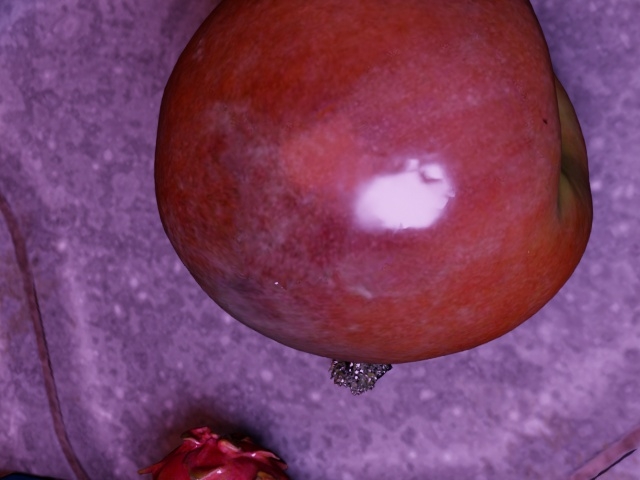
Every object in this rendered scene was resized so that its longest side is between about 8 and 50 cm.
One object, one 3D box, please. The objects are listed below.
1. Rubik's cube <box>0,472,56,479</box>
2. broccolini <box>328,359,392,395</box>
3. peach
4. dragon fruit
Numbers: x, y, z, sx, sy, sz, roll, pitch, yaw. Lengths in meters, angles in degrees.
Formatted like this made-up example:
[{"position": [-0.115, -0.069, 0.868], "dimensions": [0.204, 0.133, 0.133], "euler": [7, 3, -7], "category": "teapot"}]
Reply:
[{"position": [-0.225, 0.284, 0.927], "dimensions": [0.162, 0.160, 0.163], "euler": [1, 97, 28], "category": "Rubik's cube"}, {"position": [0.000, 0.000, 0.842], "dimensions": [0.044, 0.042, 0.218], "euler": [-17, 84, 2], "category": "broccolini"}, {"position": [0.028, -0.043, 0.686], "dimensions": [0.252, 0.252, 0.252], "euler": [4, 99, 27], "category": "peach"}, {"position": [-0.066, 0.217, 0.855], "dimensions": [0.166, 0.136, 0.133], "euler": [60, 152, 17], "category": "dragon fruit"}]
